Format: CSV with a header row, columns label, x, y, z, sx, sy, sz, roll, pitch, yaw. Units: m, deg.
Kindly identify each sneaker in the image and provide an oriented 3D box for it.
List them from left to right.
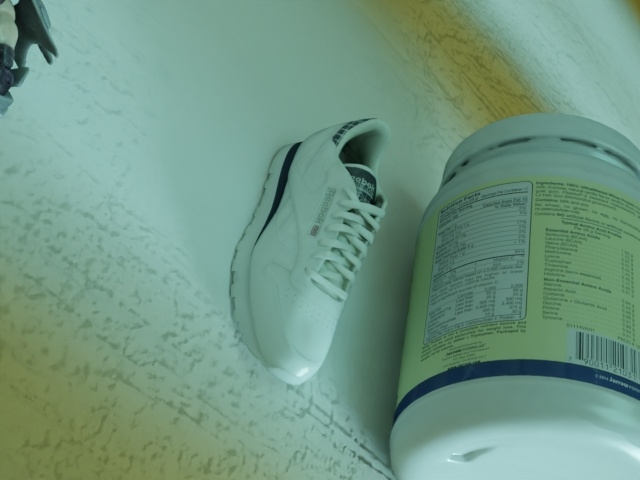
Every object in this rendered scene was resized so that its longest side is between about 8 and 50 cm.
label,x,y,z,sx,sy,sz,roll,pitch,yaw
sneaker,0.000,0.000,0.841,0.090,0.095,0.235,40,45,-38

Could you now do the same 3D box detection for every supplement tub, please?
label,x,y,z,sx,sy,sz,roll,pitch,yaw
supplement tub,0.191,0.072,0.935,0.235,0.235,0.325,42,42,-33

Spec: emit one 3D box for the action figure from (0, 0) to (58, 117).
label,x,y,z,sx,sy,sz,roll,pitch,yaw
action figure,-0.249,-0.129,0.577,0.185,0.099,0.285,51,34,-12
